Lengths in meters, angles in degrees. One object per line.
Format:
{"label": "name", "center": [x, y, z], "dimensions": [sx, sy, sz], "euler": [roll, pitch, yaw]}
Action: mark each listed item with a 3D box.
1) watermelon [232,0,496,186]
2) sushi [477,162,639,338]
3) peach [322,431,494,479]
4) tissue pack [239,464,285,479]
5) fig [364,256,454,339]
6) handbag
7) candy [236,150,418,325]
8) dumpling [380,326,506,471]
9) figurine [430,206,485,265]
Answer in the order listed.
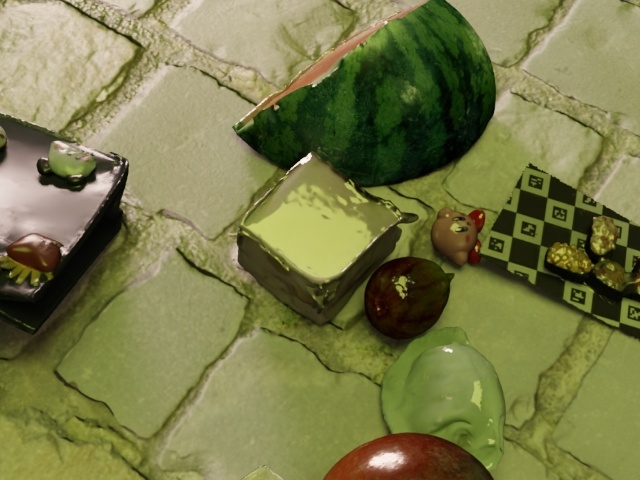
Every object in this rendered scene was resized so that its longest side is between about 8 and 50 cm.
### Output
{"label": "watermelon", "center": [0.080, -0.235, 1.586], "dimensions": [0.319, 0.222, 0.292], "euler": [30, 56, 13]}
{"label": "sushi", "center": [0.388, 0.011, 1.537], "dimensions": [0.279, 0.043, 0.193], "euler": [31, 60, 5]}
{"label": "peach", "center": [0.104, 0.339, 1.218], "dimensions": [0.252, 0.252, 0.252], "euler": [2, 58, -4]}
{"label": "tissue pack", "center": [-0.077, 0.338, 1.239], "dimensions": [0.103, 0.170, 0.090], "euler": [-37, 67, -25]}
{"label": "fig", "center": [0.131, 0.073, 1.473], "dimensions": [0.154, 0.109, 0.103], "euler": [-10, 42, -43]}
{"label": "handbag", "center": [-0.441, -0.039, 1.414], "dimensions": [0.303, 0.122, 0.329], "euler": [19, 37, 6]}
{"label": "candy", "center": [0.000, 0.000, 1.476], "dimensions": [0.184, 0.137, 0.195], "euler": [35, 63, 16]}
{"label": "dumpling", "center": [0.170, 0.213, 1.390], "dimensions": [0.108, 0.152, 0.219], "euler": [29, 36, -36]}
{"label": "figurine", "center": [0.192, -0.005, 1.537], "dimensions": [0.071, 0.067, 0.083], "euler": [4, 74, -30]}
